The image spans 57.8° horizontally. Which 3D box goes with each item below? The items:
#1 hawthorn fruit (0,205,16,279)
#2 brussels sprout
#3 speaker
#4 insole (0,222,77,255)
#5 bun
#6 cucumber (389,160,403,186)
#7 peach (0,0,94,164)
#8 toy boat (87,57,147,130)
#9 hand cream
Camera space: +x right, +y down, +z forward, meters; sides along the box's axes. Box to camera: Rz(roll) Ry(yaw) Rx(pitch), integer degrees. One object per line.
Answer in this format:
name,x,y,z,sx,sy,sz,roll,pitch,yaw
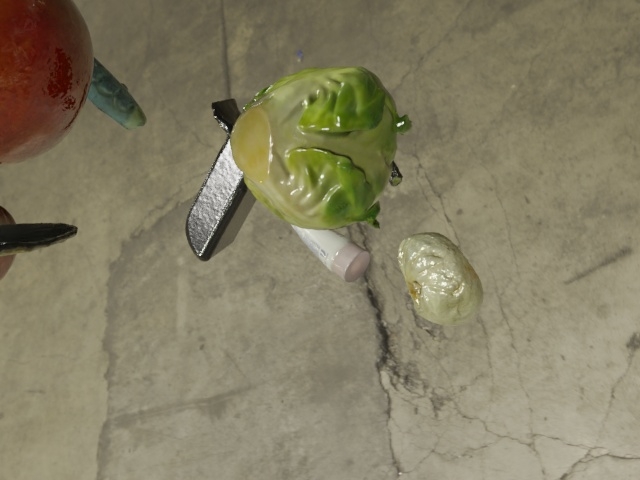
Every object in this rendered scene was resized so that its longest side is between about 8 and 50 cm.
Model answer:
hawthorn fruit,-0.628,-0.013,0.918,0.284,0.284,0.284,-11,67,28
brussels sprout,0.011,-0.147,0.937,0.227,0.294,0.260,21,111,57
speaker,-0.260,-0.158,1.541,0.184,0.180,0.388,33,112,4
insole,-0.302,0.014,0.274,0.119,0.348,0.009,-157,62,-67
bun,0.197,0.072,0.997,0.111,0.188,0.164,-36,54,-8
cucumber,0.174,-0.201,1.522,0.043,0.039,0.163,-63,30,31
peach,-0.472,-0.261,0.828,0.308,0.307,0.332,-64,14,-3
toy boat,-0.537,-0.403,1.357,0.123,0.330,0.215,-48,33,0
hand cream,0.000,0.000,1.327,0.248,0.133,0.083,37,77,31
